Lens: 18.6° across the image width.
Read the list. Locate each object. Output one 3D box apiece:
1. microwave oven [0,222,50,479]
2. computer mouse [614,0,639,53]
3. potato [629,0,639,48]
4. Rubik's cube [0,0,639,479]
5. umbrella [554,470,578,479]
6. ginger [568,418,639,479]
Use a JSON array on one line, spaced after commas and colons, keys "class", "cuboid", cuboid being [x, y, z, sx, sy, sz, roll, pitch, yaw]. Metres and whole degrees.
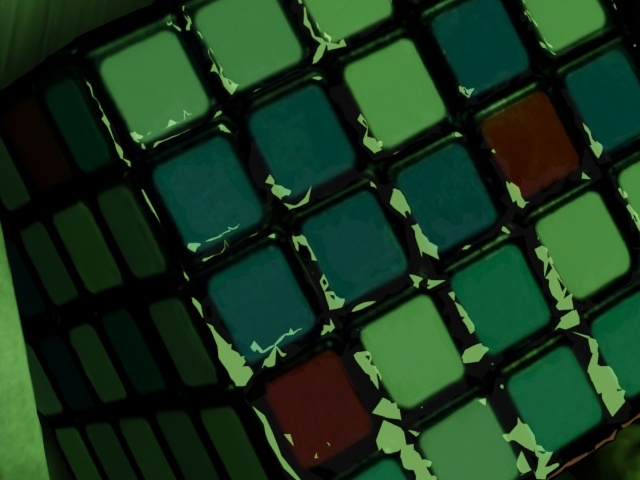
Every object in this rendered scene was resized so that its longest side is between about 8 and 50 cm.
[{"class": "microwave oven", "cuboid": [-0.219, 0.086, 0.442, 0.236, 0.374, 0.432, -20, 112, -31]}, {"class": "computer mouse", "cuboid": [0.093, -0.041, 0.788, 0.147, 0.088, 0.264, -46, 122, -70]}, {"class": "potato", "cuboid": [0.258, -0.031, 0.768, 0.330, 0.280, 0.212, 12, 83, -13]}, {"class": "Rubik's cube", "cuboid": [0.000, 0.000, 0.656, 0.182, 0.187, 0.184, -29, 95, -27]}, {"class": "umbrella", "cuboid": [0.094, 0.121, 0.772, 0.248, 0.071, 0.071, 45, 69, 3]}, {"class": "ginger", "cuboid": [0.279, 0.180, 0.883, 0.358, 0.211, 0.413, 44, 73, -28]}]
